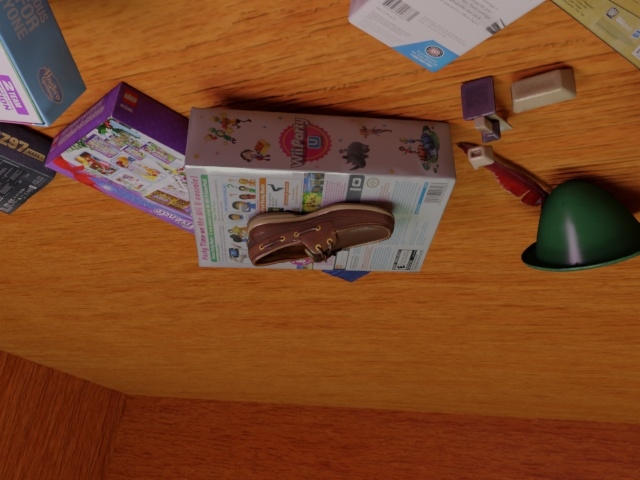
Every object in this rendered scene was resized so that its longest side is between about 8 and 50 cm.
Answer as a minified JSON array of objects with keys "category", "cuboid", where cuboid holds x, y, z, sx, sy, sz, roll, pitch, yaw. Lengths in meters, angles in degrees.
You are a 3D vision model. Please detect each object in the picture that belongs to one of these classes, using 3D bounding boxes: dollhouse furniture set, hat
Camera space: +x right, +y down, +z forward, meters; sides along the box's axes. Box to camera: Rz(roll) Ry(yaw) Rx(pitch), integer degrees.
[{"category":"dollhouse furniture set","cuboid":[0.221,-0.125,0.724,0.114,0.090,0.081,-11,165,33]},{"category":"hat","cuboid":[0.320,-0.071,0.866,0.173,0.183,0.209,-5,-165,45]}]

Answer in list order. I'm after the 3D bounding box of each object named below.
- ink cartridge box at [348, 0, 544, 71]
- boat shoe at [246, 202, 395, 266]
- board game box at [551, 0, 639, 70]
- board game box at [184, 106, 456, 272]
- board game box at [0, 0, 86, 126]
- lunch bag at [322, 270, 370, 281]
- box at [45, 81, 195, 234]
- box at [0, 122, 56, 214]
[{"category":"ink cartridge box","cuboid":[0.118,-0.221,0.551,0.104,0.060,0.180,23,153,-28]},{"category":"boat shoe","cuboid":[0.000,0.000,0.797,0.178,0.060,0.064,-6,147,10]},{"category":"board game box","cuboid":[0.191,-0.232,0.431,0.243,0.042,0.165,23,124,-28]},{"category":"board game box","cuboid":[-0.007,-0.053,0.858,0.304,0.097,0.224,2,148,-4]},{"category":"board game box","cuboid":[-0.388,-0.224,0.584,0.317,0.064,0.242,9,137,20]},{"category":"lunch bag","cuboid":[0.045,0.024,1.130,0.065,0.067,0.098,18,154,-19]},{"category":"box","cuboid":[-0.207,-0.094,0.967,0.293,0.057,0.201,28,149,-36]},{"category":"box","cuboid":[-0.515,-0.122,1.018,0.183,0.059,0.233,25,153,-32]}]
